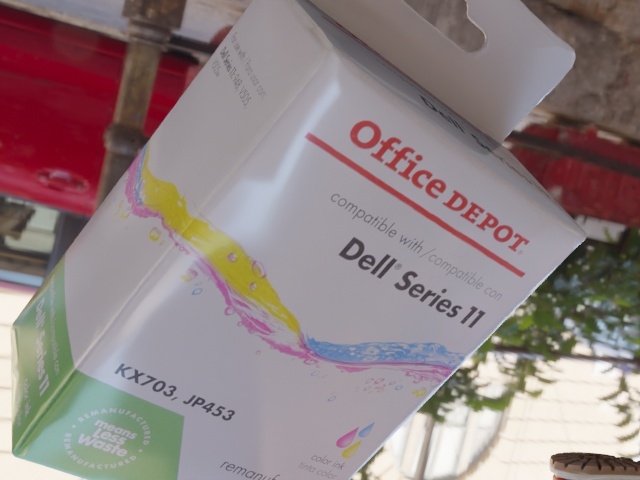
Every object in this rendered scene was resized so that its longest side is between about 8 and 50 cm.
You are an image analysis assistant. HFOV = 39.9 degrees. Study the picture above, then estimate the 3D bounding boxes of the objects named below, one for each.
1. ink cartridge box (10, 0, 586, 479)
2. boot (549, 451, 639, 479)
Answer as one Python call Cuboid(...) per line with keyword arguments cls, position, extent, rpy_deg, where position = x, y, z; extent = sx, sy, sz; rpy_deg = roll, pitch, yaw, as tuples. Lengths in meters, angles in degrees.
Cuboid(cls="ink cartridge box", position=(0.000, 0.000, 0.515), extent=(0.207, 0.353, 0.119), rpy_deg=(29, -160, -32))
Cuboid(cls="boot", position=(0.205, 0.184, 0.570), extent=(0.158, 0.085, 0.059), rpy_deg=(22, 169, -27))
